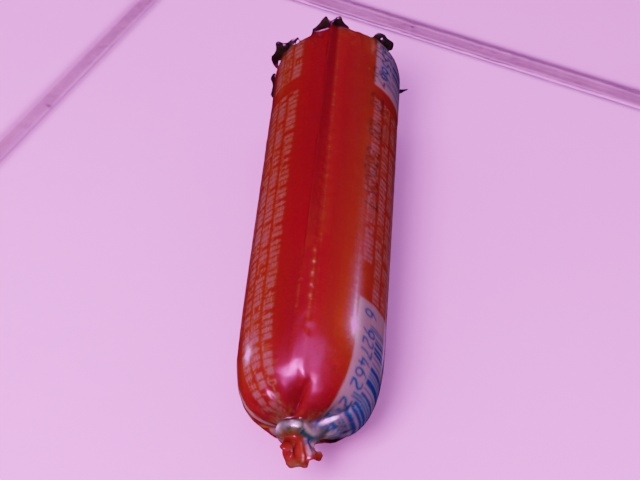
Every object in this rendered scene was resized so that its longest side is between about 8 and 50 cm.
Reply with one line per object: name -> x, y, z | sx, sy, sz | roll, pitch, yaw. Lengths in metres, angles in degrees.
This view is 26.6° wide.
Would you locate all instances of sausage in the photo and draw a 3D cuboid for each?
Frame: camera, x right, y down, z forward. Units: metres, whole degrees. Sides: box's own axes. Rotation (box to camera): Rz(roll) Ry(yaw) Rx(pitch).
sausage -> 0.000, 0.000, 0.674 | 0.083, 0.083, 0.264 | 4, 47, 2
